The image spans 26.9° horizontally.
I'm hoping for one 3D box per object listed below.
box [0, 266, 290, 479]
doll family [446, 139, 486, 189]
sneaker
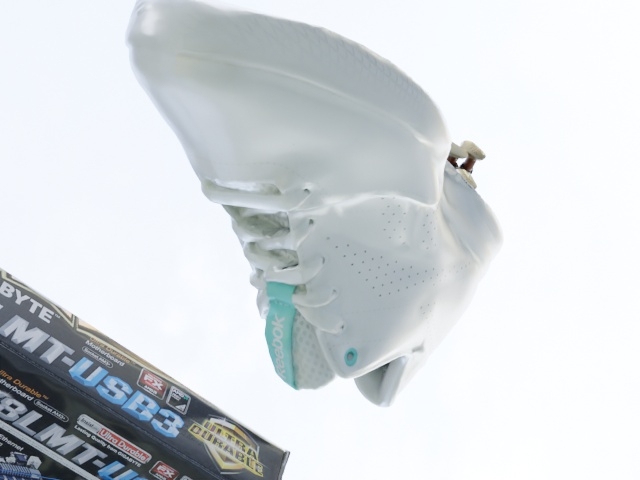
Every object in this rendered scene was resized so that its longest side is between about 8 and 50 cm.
[{"bbox_3d":[-0.223,0.175,0.962,0.295,0.293,0.073,33,-148,-13],"label":"box"},{"bbox_3d":[0.053,-0.008,1.016,0.193,0.076,0.111,-6,-42,-37],"label":"doll family"},{"bbox_3d":[0.000,0.000,0.438,0.212,0.080,0.094,40,-109,-54],"label":"sneaker"}]
